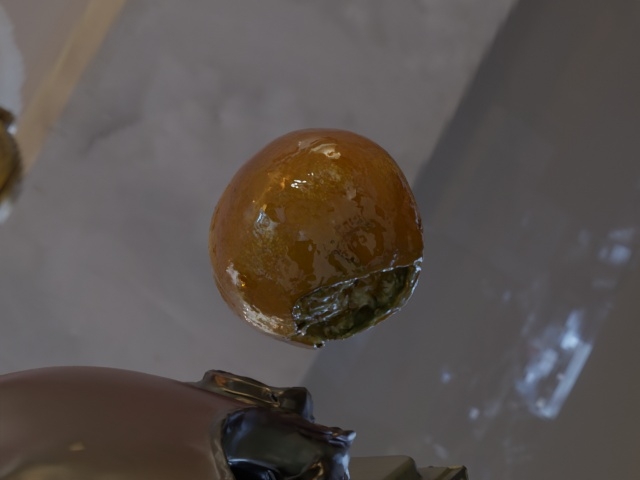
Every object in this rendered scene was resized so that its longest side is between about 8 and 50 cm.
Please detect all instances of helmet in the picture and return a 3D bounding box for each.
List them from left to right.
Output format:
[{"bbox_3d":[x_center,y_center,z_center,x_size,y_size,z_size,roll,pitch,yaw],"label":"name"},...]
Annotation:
[{"bbox_3d":[-0.121,0.168,0.688,0.338,0.197,0.271,-16,-54,-76],"label":"helmet"}]

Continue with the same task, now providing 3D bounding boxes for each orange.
[{"bbox_3d":[0.000,0.000,1.150,0.154,0.134,0.155,-41,-29,-29],"label":"orange"}]

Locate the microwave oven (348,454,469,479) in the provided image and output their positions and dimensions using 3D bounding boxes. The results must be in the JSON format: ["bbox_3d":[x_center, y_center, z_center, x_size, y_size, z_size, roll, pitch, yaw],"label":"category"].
[{"bbox_3d":[0.002,0.246,1.028,0.240,0.145,0.194,-26,-71,-59],"label":"microwave oven"}]
